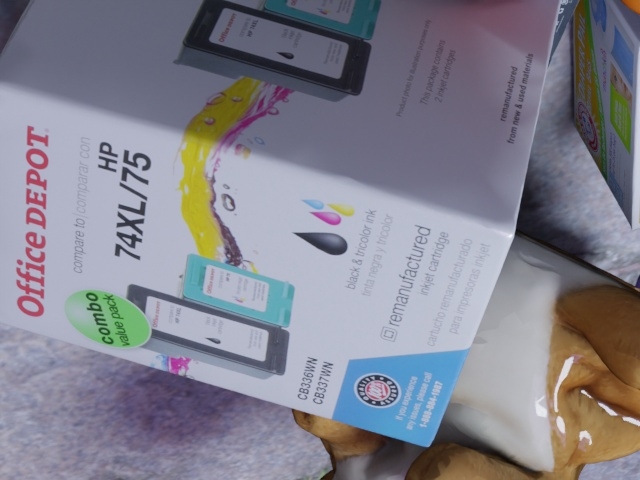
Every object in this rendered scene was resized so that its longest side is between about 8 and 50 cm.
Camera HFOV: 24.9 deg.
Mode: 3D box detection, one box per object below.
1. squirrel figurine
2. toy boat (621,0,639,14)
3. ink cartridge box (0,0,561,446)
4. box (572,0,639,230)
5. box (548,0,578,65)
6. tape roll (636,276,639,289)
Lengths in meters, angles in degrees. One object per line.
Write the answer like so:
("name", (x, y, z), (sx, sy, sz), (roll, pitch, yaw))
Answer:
("squirrel figurine", (0.101, 0.173, 1.115), (0.370, 0.281, 0.397), (-64, 163, 5))
("toy boat", (0.156, -0.174, 0.721), (0.231, 0.151, 0.151), (-18, 150, -2))
("ink cartridge box", (-0.029, -0.046, 0.824), (0.270, 0.197, 0.198), (16, 138, 2))
("box", (0.242, -0.118, 0.998), (0.103, 0.114, 0.203), (-19, 143, -3))
("box", (0.066, -0.145, 0.934), (0.183, 0.059, 0.233), (-5, 141, -19))
("tape roll", (0.386, 0.052, 1.306), (0.189, 0.080, 0.189), (-11, 142, -9))
